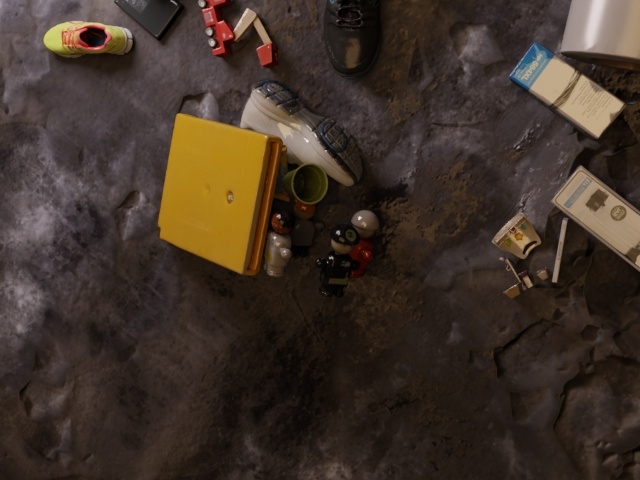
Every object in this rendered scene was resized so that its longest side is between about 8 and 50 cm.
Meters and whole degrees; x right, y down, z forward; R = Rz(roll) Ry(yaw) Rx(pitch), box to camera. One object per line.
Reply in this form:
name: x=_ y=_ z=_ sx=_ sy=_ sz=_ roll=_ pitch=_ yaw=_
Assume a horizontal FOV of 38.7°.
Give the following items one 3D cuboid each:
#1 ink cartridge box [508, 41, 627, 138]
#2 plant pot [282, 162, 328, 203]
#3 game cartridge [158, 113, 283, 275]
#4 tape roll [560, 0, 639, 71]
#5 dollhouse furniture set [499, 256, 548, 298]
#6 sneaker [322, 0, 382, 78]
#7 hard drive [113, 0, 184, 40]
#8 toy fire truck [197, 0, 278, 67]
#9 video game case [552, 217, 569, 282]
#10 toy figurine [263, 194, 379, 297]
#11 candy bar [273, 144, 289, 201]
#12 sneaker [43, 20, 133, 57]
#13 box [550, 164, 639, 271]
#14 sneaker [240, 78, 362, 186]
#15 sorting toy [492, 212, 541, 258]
ink cartridge box: x=0.467 y=-0.280 z=1.730 sx=0.203 sy=0.148 sz=0.086 roll=38 pitch=103 yaw=9
plant pot: x=-0.040 y=-0.118 z=1.876 sx=0.083 sy=0.079 sz=0.083 roll=-3 pitch=96 yaw=-29
game cartridge: x=-0.219 y=-0.104 z=1.907 sx=0.324 sy=0.053 sz=0.285 roll=21 pitch=103 yaw=46
tape roll: x=0.571 y=-0.398 z=1.641 sx=0.246 sy=0.246 sz=0.169 roll=12 pitch=98 yaw=14
dollhouse furniture set: x=0.390 y=0.061 z=1.804 sx=0.091 sy=0.114 sz=0.081 roll=-31 pitch=83 yaw=18
sneaker: x=0.059 y=-0.497 z=1.823 sx=0.125 sy=0.140 sz=0.340 roll=5 pitch=98 yaw=12
hard drive: x=-0.376 y=-0.517 z=1.999 sx=0.135 sy=0.022 sz=0.094 roll=42 pitch=104 yaw=8
toy fire truck: x=-0.174 y=-0.451 z=1.938 sx=0.135 sy=0.047 sz=0.192 roll=-14 pitch=91 yaw=15
video game case: x=0.471 y=0.018 z=1.789 sx=0.011 sy=0.087 sz=0.122 roll=10 pitch=98 yaw=16
toy figurine: x=0.000 y=0.000 z=1.851 sx=0.210 sy=0.213 sz=0.148 roll=20 pitch=112 yaw=17
candy bar: x=-0.085 y=-0.145 z=1.916 sx=0.040 sy=0.018 sz=0.161 roll=18 pitch=140 yaw=15
sneaker: x=-0.525 y=-0.448 z=2.009 sx=0.209 sy=0.094 sz=0.081 roll=0 pitch=97 yaw=16
box: x=0.576 y=-0.020 z=1.716 sx=0.290 sy=0.169 sz=0.087 roll=39 pitch=104 yaw=8
sneaker: x=-0.039 y=-0.209 z=1.912 sx=0.297 sy=0.111 sz=0.129 roll=40 pitch=125 yaw=8
sorting toy: x=0.400 y=-0.004 z=1.833 sx=0.075 sy=0.045 sz=0.083 roll=44 pitch=104 yaw=0
